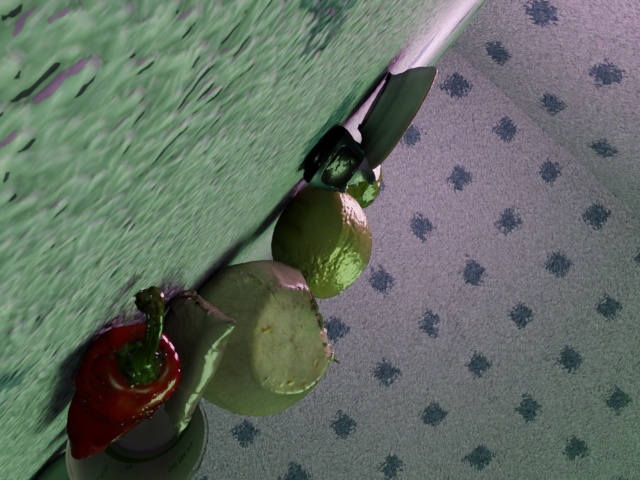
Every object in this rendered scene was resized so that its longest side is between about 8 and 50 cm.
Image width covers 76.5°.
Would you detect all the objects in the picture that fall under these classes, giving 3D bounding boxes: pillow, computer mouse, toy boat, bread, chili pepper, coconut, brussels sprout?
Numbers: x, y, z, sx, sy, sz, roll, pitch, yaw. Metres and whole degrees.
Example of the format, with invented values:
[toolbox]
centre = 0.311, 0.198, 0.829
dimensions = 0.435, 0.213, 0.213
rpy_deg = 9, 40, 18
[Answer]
[pillow]
centre = -0.212, 0.170, 0.626
dimensions = 0.270, 0.067, 0.173
rpy_deg = 9, -106, 60
[computer mouse]
centre = 0.037, -0.173, 0.896
dimensions = 0.137, 0.096, 0.233
rpy_deg = -49, -179, 16
[toy boat]
centre = 0.075, -0.178, 1.076
dimensions = 0.134, 0.078, 0.207
rpy_deg = -20, -146, -4
[bread]
centre = -0.008, -0.007, 1.140
dimensions = 0.321, 0.237, 0.320
rpy_deg = -34, -150, 23
[chili pepper]
centre = -0.253, 0.191, 0.504
dimensions = 0.387, 0.110, 0.110
rpy_deg = -48, -177, 38
[coconut]
centre = -0.159, 0.220, 0.963
dimensions = 0.360, 0.346, 0.346
rpy_deg = -12, -149, 50
[brussels sprout]
centre = 0.103, -0.205, 1.380
dimensions = 0.244, 0.244, 0.244
rpy_deg = -49, -178, 3

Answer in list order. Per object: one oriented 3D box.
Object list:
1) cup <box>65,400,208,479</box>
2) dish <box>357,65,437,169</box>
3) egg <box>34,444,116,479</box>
[cup]
centre = -0.385, 0.407, 0.896
dimensions = 0.253, 0.253, 0.274
rpy_deg = -50, -172, -19
[dish]
centre = 0.152, -0.296, 0.929
dimensions = 0.260, 0.085, 0.260
rpy_deg = -59, -172, 13
[egg]
centre = -0.571, 0.585, 0.948
dimensions = 0.264, 0.183, 0.183
rpy_deg = -53, -178, 8
